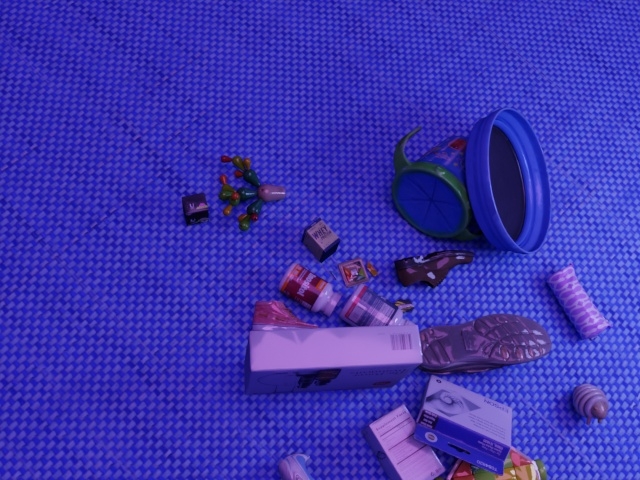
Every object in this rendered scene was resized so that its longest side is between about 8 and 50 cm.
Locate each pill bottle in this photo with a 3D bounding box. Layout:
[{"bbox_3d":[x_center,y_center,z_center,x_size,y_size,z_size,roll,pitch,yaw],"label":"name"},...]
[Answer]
[{"bbox_3d":[0.147,0.199,1.795,0.180,0.108,0.108,34,67,5],"label":"pill bottle"},{"bbox_3d":[-0.026,0.128,1.810,0.152,0.086,0.086,31,67,4],"label":"pill bottle"}]

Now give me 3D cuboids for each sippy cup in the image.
[{"bbox_3d":[0.348,-0.162,1.923,0.240,0.306,0.224,15,47,38],"label":"sippy cup"}]

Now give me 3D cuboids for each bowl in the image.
[{"bbox_3d":[0.504,-0.155,1.892,0.391,0.077,0.391,13,73,-48],"label":"bowl"}]

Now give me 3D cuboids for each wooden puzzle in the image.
[{"bbox_3d":[0.090,0.084,1.885,0.116,0.014,0.079,-24,73,-16],"label":"wooden puzzle"}]

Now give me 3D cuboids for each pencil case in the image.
[{"bbox_3d":[0.694,0.167,1.902,0.088,0.086,0.206,-28,75,-3],"label":"pencil case"}]

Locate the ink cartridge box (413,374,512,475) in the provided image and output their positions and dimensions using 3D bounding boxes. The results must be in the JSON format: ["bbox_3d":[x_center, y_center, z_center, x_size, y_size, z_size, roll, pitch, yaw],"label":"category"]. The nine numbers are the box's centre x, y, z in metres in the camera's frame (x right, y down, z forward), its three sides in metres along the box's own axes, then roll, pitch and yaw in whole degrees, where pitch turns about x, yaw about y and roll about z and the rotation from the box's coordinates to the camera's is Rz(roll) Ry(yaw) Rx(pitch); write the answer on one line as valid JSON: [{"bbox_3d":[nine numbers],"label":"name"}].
[{"bbox_3d":[0.344,0.431,1.683,0.223,0.045,0.224,22,26,6],"label":"ink cartridge box"}]

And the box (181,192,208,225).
[{"bbox_3d":[-0.327,-0.081,1.850,0.062,0.083,0.052,-13,70,-14],"label":"box"}]

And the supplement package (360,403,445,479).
[{"bbox_3d":[0.193,0.498,1.682,0.105,0.105,0.179,-28,74,-18],"label":"supplement package"}]

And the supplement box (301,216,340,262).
[{"bbox_3d":[0.000,0.000,1.867,0.056,0.083,0.083,-38,77,-21],"label":"supplement box"}]

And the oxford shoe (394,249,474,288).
[{"bbox_3d":[0.310,0.078,1.896,0.227,0.083,0.096,-12,89,-12],"label":"oxford shoe"}]

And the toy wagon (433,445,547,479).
[{"bbox_3d":[0.407,0.586,1.677,0.267,0.068,0.344,-9,63,-4],"label":"toy wagon"}]

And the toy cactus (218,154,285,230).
[{"bbox_3d":[-0.183,-0.135,1.895,0.180,0.112,0.219,-2,60,-20],"label":"toy cactus"}]

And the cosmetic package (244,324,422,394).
[{"bbox_3d":[0.016,0.282,1.646,0.377,0.284,0.098,-1,70,-9],"label":"cosmetic package"}]

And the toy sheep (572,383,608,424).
[{"bbox_3d":[0.681,0.409,1.794,0.091,0.132,0.091,-5,111,-14],"label":"toy sheep"}]

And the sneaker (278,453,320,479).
[{"bbox_3d":[-0.021,0.604,1.621,0.086,0.085,0.237,-16,74,-22],"label":"sneaker"}]

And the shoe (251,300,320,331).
[{"bbox_3d":[-0.083,0.197,1.785,0.177,0.063,0.081,5,72,-2],"label":"shoe"}]

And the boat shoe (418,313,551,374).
[{"bbox_3d":[0.399,0.268,1.796,0.355,0.130,0.132,-2,65,-3],"label":"boat shoe"}]

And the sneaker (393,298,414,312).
[{"bbox_3d":[0.202,0.173,1.860,0.083,0.031,0.035,-5,44,-5],"label":"sneaker"}]
